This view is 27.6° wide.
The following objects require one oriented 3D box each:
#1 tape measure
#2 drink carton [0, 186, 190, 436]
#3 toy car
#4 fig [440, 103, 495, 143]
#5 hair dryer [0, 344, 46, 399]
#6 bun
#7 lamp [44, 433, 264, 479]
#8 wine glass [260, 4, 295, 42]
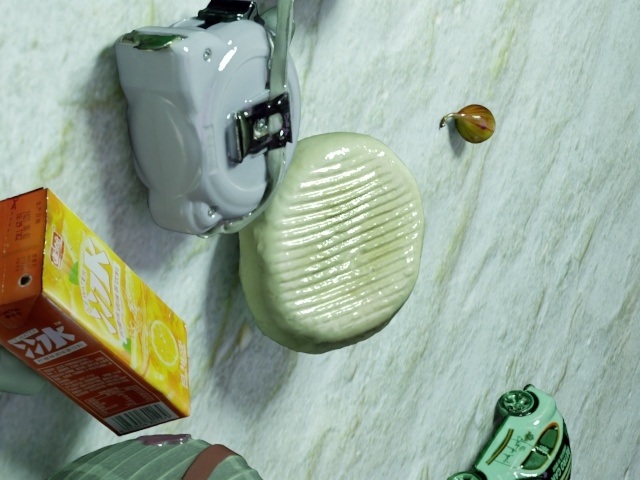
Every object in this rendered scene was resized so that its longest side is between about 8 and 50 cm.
[{"bbox_3d":[-0.082,-0.110,1.113,0.178,0.105,0.196,-45,135,-45],"label":"tape measure"},{"bbox_3d":[-0.181,0.061,1.004,0.223,0.071,0.096,52,26,-52],"label":"drink carton"},{"bbox_3d":[0.279,0.341,1.857,0.306,0.125,0.136,-49,139,-43],"label":"toy car"},{"bbox_3d":[0.181,-0.146,1.613,0.083,0.050,0.050,3,97,-40],"label":"fig"},{"bbox_3d":[-0.252,0.137,0.981,0.063,0.038,0.124,25,83,-59],"label":"hair dryer"},{"bbox_3d":[0.000,0.000,1.283,0.222,0.127,0.222,-5,100,-29],"label":"bun"},{"bbox_3d":[-0.129,0.269,1.027,0.265,0.233,0.233,-15,114,-75],"label":"lamp"},{"bbox_3d":[-0.044,-0.198,1.218,0.042,0.039,0.083,5,100,-62],"label":"wine glass"}]
